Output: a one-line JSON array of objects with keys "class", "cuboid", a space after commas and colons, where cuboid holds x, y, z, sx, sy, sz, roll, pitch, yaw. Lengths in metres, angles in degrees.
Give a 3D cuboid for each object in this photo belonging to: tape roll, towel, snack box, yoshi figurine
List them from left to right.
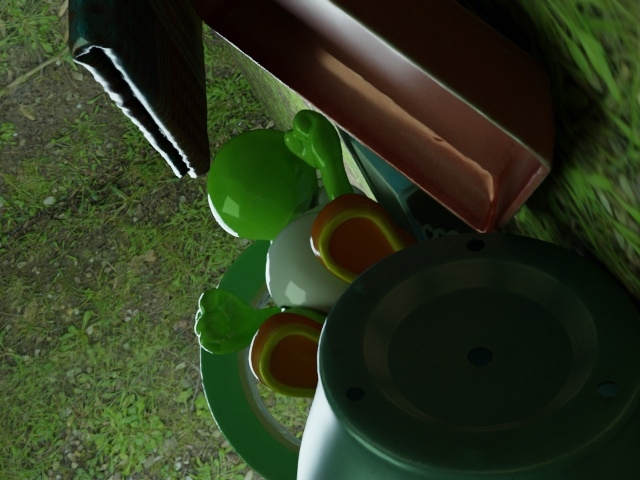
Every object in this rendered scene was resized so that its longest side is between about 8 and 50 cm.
[{"class": "towel", "cuboid": [-0.118, -0.247, 0.640, 0.271, 0.040, 0.370, 65, -160, -78]}, {"class": "yoshi figurine", "cuboid": [-0.027, -0.006, 0.904, 0.362, 0.204, 0.202, -114, 10, -73]}, {"class": "tape roll", "cuboid": [0.029, 0.127, 1.142, 0.321, 0.321, 0.077, 58, 179, 7]}, {"class": "snack box", "cuboid": [0.130, 0.034, 0.935, 0.322, 0.060, 0.187, 59, 180, -29]}]

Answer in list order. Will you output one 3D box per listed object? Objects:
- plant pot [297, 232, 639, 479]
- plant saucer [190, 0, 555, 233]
[{"class": "plant pot", "cuboid": [0.103, 0.143, 0.644, 0.271, 0.272, 0.255, -123, 17, -47]}, {"class": "plant saucer", "cuboid": [0.020, -0.110, 0.579, 0.259, 0.047, 0.258, 39, 177, 8]}]
